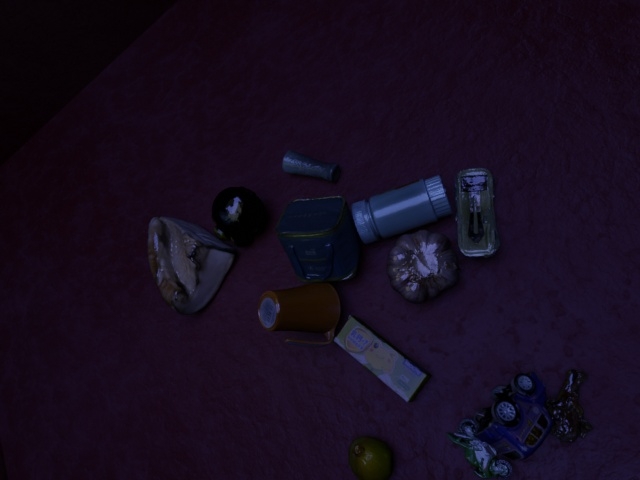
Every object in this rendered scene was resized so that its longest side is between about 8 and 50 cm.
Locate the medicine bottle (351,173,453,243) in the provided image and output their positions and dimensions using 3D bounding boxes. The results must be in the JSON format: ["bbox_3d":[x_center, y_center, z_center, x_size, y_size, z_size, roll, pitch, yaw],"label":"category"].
[{"bbox_3d":[0.281,-0.107,1.610,0.318,0.158,0.158,-19,68,18],"label":"medicine bottle"}]

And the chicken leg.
[{"bbox_3d":[0.691,0.461,1.312,0.125,0.080,0.196,-1,66,13],"label":"chicken leg"}]

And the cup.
[{"bbox_3d":[-0.064,0.253,1.584,0.182,0.264,0.226,-41,57,43],"label":"cup"}]

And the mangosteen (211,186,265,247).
[{"bbox_3d":[-0.328,-0.097,1.848,0.243,0.243,0.243,-7,72,22],"label":"mangosteen"}]

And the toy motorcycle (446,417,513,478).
[{"bbox_3d":[0.463,0.618,1.366,0.106,0.074,0.190,-46,62,14],"label":"toy motorcycle"}]

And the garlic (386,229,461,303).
[{"bbox_3d":[0.331,0.087,1.538,0.245,0.160,0.245,0,80,3],"label":"garlic"}]

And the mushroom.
[{"bbox_3d":[-0.575,0.076,1.919,0.397,0.224,0.313,32,103,35],"label":"mushroom"}]

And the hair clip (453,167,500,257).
[{"bbox_3d":[0.513,-0.082,1.544,0.138,0.091,0.321,-4,62,22],"label":"hair clip"}]

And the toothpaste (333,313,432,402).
[{"bbox_3d":[0.201,0.384,1.541,0.327,0.077,0.110,35,92,28],"label":"toothpaste"}]

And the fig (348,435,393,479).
[{"bbox_3d":[0.154,0.679,1.452,0.153,0.121,0.136,39,86,5],"label":"fig"}]

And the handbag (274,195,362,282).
[{"bbox_3d":[0.000,0.000,1.625,0.263,0.241,0.222,-3,43,26],"label":"handbag"}]

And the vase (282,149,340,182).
[{"bbox_3d":[-0.034,-0.287,1.840,0.219,0.096,0.096,17,82,24],"label":"vase"}]

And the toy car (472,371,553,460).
[{"bbox_3d":[0.545,0.484,1.293,0.158,0.172,0.235,41,65,18],"label":"toy car"}]
